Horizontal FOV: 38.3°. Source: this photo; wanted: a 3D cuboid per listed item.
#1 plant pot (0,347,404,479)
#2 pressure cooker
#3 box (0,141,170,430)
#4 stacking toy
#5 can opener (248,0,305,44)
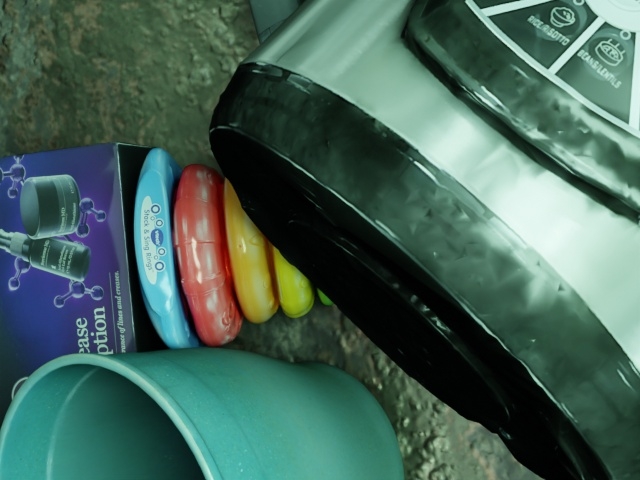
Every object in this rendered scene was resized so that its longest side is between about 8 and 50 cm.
[{"bbox_3d":[-0.075,0.204,0.741,0.271,0.255,0.272,5,97,39],"label":"plant pot"},{"bbox_3d":[0.181,-0.097,0.605,0.420,0.370,0.375,-45,34,-9],"label":"pressure cooker"},{"bbox_3d":[-0.241,0.047,0.890,0.184,0.103,0.261,-6,89,19],"label":"box"},{"bbox_3d":[0.000,0.000,0.808,0.302,0.166,0.175,-6,80,2],"label":"stacking toy"},{"bbox_3d":[-0.007,-0.202,0.809,0.095,0.076,0.283,-22,79,40],"label":"can opener"}]
